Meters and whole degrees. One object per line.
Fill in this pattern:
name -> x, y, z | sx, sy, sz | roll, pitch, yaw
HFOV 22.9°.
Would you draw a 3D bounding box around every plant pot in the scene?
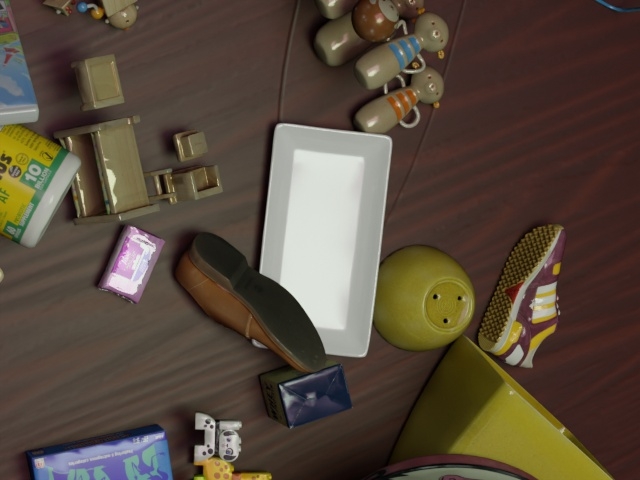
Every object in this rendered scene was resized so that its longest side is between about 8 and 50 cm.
plant pot -> 0.204, 0.272, 1.919 | 0.212, 0.212, 0.187 | 43, 93, -17
plant pot -> 0.137, 0.075, 1.932 | 0.134, 0.095, 0.134 | -1, 93, -20

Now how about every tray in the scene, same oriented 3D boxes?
tray -> 0.000, 0.000, 1.906 | 0.145, 0.030, 0.270 | 6, 91, -10

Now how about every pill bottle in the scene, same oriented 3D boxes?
pill bottle -> -0.378, -0.088, 1.724 | 0.208, 0.117, 0.118 | 29, 83, -7

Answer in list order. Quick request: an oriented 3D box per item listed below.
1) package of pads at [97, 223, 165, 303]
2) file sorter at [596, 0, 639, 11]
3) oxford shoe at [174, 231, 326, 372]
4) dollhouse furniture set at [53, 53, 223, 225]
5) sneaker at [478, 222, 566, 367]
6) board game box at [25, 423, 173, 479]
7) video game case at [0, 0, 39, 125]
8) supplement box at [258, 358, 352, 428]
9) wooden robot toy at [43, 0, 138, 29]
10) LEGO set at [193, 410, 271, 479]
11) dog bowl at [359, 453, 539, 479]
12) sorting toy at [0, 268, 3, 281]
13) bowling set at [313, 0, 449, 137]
package of pads -> -0.220, 0.027, 1.838 | 0.050, 0.032, 0.083 | 25, 85, -20
file sorter -> 0.392, -0.383, 1.984 | 0.104, 0.118, 0.170 | 25, 85, -22
oxford shoe -> -0.082, 0.085, 1.859 | 0.212, 0.076, 0.076 | 43, 35, 2
dollhouse furniture set -> -0.216, -0.124, 1.819 | 0.161, 0.101, 0.182 | -17, 99, -42
sneaker -> 0.272, 0.070, 2.000 | 0.084, 0.069, 0.185 | 29, 89, -28
board game box -> -0.245, 0.334, 1.839 | 0.160, 0.047, 0.210 | -11, 98, -19
video game case -> -0.425, -0.192, 1.694 | 0.212, 0.023, 0.193 | -8, 53, -19
supplement box -> -0.019, 0.180, 1.889 | 0.083, 0.083, 0.056 | -16, 99, -18
wooden robot toy -> -0.229, -0.282, 1.813 | 0.173, 0.076, 0.079 | -31, 138, -15
LEGO set -> -0.104, 0.310, 1.864 | 0.093, 0.087, 0.227 | 1, 93, -5
dog bowl -> 0.149, 0.423, 1.806 | 0.407, 0.150, 0.408 | 0, 115, 1
sorting toy -> -0.525, 0.040, 1.702 | 0.257, 0.089, 0.255 | 45, 79, -16
bowling set -> 0.084, -0.261, 1.847 | 0.154, 0.200, 0.287 | -33, 107, -16
